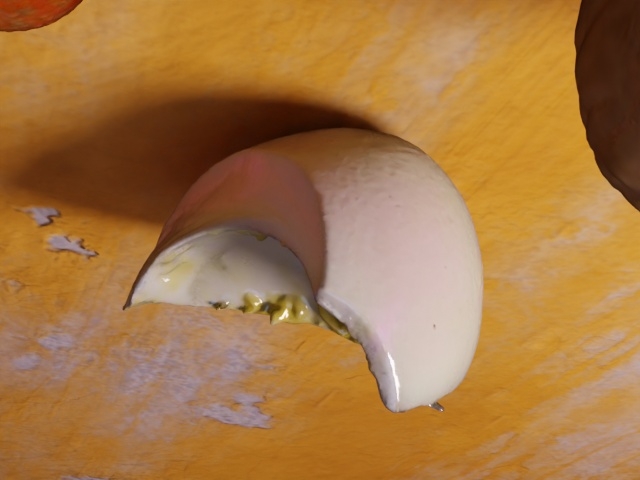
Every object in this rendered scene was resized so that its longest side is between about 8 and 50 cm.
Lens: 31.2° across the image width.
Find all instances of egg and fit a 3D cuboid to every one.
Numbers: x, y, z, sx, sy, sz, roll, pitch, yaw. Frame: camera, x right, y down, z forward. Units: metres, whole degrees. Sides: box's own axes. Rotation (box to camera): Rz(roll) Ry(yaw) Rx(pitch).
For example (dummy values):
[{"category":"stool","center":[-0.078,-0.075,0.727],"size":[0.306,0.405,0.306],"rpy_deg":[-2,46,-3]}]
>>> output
[{"category":"egg","center":[0.008,-0.003,0.823],"size":[0.271,0.161,0.206],"rpy_deg":[22,-160,38]}]

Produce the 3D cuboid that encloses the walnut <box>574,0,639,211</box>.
[{"category":"walnut","center":[0.271,-0.108,0.512],"size":[0.252,0.277,0.313],"rpy_deg":[48,142,-7]}]

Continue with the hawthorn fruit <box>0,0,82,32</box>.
[{"category":"hawthorn fruit","center":[-0.179,-0.193,0.534],"size":[0.194,0.157,0.157],"rpy_deg":[25,144,-24]}]
